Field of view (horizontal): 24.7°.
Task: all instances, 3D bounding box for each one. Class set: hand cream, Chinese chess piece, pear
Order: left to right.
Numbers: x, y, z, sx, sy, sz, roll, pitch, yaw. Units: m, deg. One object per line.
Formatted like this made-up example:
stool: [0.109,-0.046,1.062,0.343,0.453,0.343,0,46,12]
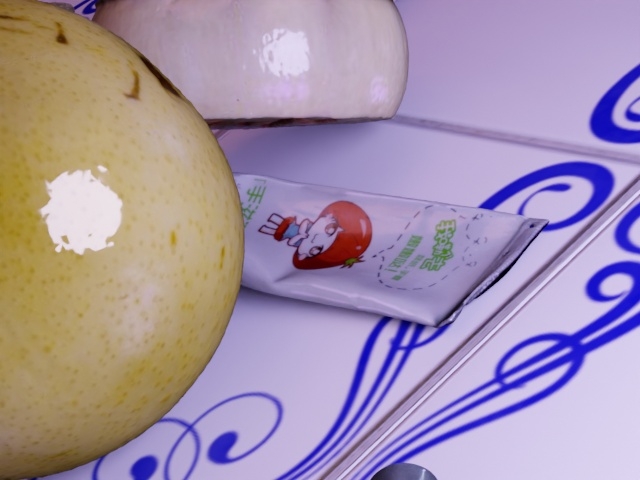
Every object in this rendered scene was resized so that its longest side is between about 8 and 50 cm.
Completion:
pear: [-0.228,-0.002,1.002,0.348,0.348,0.348,-21,29,12]
Chinese chess piece: [-0.061,-0.151,1.215,0.270,0.112,0.270,-2,3,0]
hand cream: [0.000,0.000,1.099,0.336,0.076,0.121,10,47,40]

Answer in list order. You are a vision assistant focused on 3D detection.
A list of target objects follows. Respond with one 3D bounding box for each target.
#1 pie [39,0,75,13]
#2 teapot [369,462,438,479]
pie: [-0.394,-0.183,1.717,0.337,0.075,0.337,-21,29,13]
teapot: [0.043,0.172,0.786,0.042,0.043,0.111,-18,32,18]
